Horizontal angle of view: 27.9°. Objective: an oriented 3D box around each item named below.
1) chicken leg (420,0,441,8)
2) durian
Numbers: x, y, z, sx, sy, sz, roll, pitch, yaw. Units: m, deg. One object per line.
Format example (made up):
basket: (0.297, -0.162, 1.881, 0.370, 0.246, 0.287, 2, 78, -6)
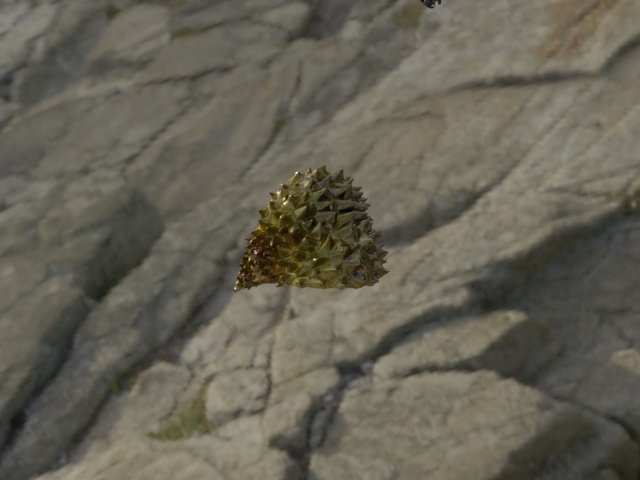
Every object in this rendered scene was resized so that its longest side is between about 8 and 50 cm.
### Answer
chicken leg: (0.132, -0.333, 1.628, 0.036, 0.083, 0.021, -17, 18, 21)
durian: (-0.002, -0.001, 1.461, 0.132, 0.182, 0.165, -35, 47, 41)
